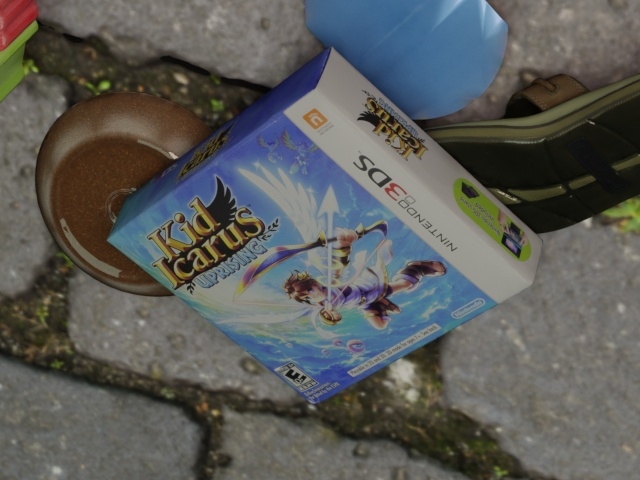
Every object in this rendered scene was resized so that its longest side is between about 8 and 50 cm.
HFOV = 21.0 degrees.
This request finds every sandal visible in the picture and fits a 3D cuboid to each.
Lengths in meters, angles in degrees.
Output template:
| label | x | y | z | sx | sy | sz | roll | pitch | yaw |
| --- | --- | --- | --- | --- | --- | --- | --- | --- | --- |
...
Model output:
| label | x | y | z | sx | sy | sz | roll | pitch | yaw |
| --- | --- | --- | --- | --- | --- | --- | --- | --- | --- |
| sandal | 0.205 | -0.083 | 1.357 | 0.303 | 0.086 | 0.120 | -13 | 131 | 36 |

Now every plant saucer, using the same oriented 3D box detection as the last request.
| label | x | y | z | sx | sy | sz | roll | pitch | yaw |
| --- | --- | --- | --- | --- | --- | --- | --- | --- | --- |
| plant saucer | -0.164 | -0.032 | 1.518 | 0.198 | 0.036 | 0.198 | 6 | 115 | 13 |

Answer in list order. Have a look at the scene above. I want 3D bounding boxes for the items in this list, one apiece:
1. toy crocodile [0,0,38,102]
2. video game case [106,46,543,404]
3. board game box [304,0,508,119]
| label | x | y | z | sx | sy | sz | roll | pitch | yaw |
| --- | --- | --- | --- | --- | --- | --- | --- | --- | --- |
| toy crocodile | -0.273 | -0.244 | 1.376 | 0.105 | 0.115 | 0.340 | 18 | 132 | 19 |
| video game case | 0.000 | 0.000 | 1.416 | 0.244 | 0.061 | 0.269 | 41 | 131 | -19 |
| board game box | 0.070 | -0.179 | 1.384 | 0.169 | 0.033 | 0.133 | 46 | 124 | -6 |
